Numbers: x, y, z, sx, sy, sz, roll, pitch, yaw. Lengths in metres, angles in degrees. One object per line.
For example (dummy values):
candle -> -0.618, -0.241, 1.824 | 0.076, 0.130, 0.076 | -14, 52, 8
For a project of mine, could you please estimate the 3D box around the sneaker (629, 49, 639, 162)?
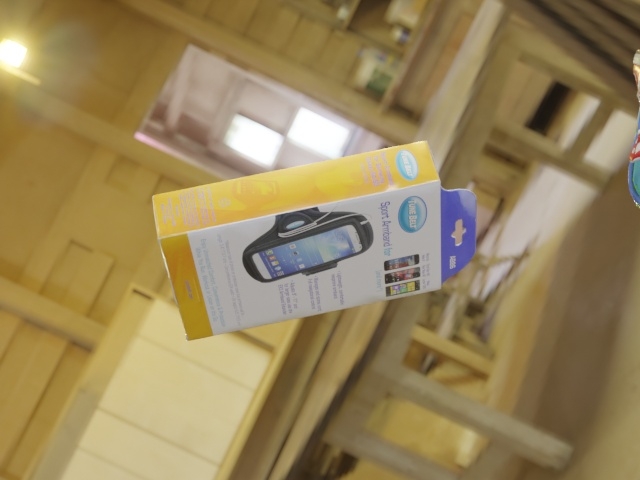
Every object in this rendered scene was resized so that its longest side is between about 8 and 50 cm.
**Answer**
sneaker -> 0.202, -0.073, 0.811 | 0.118, 0.042, 0.067 | -93, 17, -78

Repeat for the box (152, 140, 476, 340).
box -> 0.000, 0.000, 0.608 | 0.081, 0.136, 0.028 | 84, 172, -54

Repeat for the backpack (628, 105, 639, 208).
backpack -> 0.393, -0.088, 1.007 | 0.355, 0.273, 0.290 | 113, 168, -72
